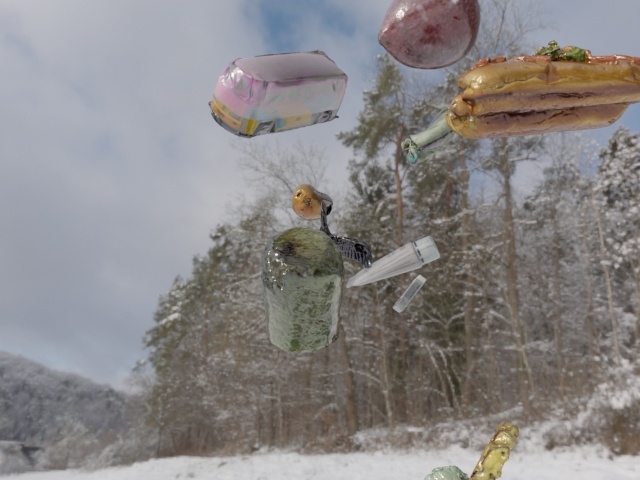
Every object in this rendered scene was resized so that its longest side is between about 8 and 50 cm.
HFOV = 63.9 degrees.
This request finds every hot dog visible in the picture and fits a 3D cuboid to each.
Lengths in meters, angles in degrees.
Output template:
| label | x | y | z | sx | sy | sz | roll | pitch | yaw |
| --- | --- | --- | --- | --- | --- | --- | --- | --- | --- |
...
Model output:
| label | x | y | z | sx | sy | sz | roll | pitch | yaw |
| --- | --- | --- | --- | --- | --- | --- | --- | --- | --- |
| hot dog | 0.382 | -0.256 | 0.868 | 0.349 | 0.116 | 0.158 | -7 | -16 | -8 |

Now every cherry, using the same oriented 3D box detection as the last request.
| label | x | y | z | sx | sy | sz | roll | pitch | yaw |
| --- | --- | --- | --- | --- | --- | --- | --- | --- | --- |
| cherry | 0.277 | -0.543 | 1.283 | 0.301 | 0.203 | 0.230 | -28 | -49 | -16 |

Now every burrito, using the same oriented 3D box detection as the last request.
| label | x | y | z | sx | sy | sz | roll | pitch | yaw |
| --- | --- | --- | --- | --- | --- | --- | --- | --- | --- |
| burrito | 0.274 | -0.247 | 1.064 | 0.066 | 0.309 | 0.096 | 50 | -28 | -1 |

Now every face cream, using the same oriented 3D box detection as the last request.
| label | x | y | z | sx | sy | sz | roll | pitch | yaw |
| --- | --- | --- | --- | --- | --- | --- | --- | --- | --- |
| face cream | 0.234 | 0.083 | 1.685 | 0.315 | 0.089 | 0.143 | -26 | 6 | 11 |

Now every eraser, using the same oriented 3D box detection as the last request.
| label | x | y | z | sx | sy | sz | roll | pitch | yaw |
| --- | --- | --- | --- | --- | --- | --- | --- | --- | --- |
| eraser | 0.259 | 0.155 | 1.495 | 0.029 | 0.122 | 0.052 | 38 | -8 | 6 |

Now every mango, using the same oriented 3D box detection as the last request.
| label | x | y | z | sx | sy | sz | roll | pitch | yaw |
| --- | --- | --- | --- | --- | --- | --- | --- | --- | --- |
| mango | -0.037 | -0.160 | 2.132 | 0.151 | 0.155 | 0.249 | -20 | -2 | 22 |

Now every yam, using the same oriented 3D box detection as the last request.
| label | x | y | z | sx | sy | sz | roll | pitch | yaw |
| --- | --- | --- | --- | --- | --- | --- | --- | --- | --- |
| yam | -0.042 | 0.125 | 1.232 | 0.195 | 0.195 | 0.299 | 3 | -50 | 2 |

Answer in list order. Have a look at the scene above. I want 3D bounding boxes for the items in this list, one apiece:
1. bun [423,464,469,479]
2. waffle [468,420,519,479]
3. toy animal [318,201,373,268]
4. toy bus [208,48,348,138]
| label | x | y | z | sx | sy | sz | roll | pitch | yaw |
| --- | --- | --- | --- | --- | --- | --- | --- | --- | --- |
| bun | 0.431 | 0.806 | 1.662 | 0.204 | 0.126 | 0.212 | 41 | 13 | -5 |
| waffle | 0.416 | 0.601 | 1.304 | 0.065 | 0.309 | 0.283 | 25 | -46 | 25 |
| toy animal | 0.000 | -0.005 | 1.451 | 0.273 | 0.196 | 0.160 | -5 | -6 | 0 |
| toy bus | -0.104 | -0.395 | 1.341 | 0.386 | 0.171 | 0.162 | -25 | -32 | -44 |
